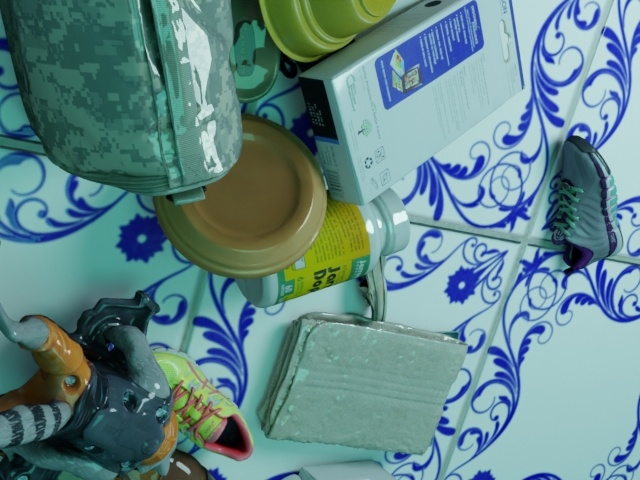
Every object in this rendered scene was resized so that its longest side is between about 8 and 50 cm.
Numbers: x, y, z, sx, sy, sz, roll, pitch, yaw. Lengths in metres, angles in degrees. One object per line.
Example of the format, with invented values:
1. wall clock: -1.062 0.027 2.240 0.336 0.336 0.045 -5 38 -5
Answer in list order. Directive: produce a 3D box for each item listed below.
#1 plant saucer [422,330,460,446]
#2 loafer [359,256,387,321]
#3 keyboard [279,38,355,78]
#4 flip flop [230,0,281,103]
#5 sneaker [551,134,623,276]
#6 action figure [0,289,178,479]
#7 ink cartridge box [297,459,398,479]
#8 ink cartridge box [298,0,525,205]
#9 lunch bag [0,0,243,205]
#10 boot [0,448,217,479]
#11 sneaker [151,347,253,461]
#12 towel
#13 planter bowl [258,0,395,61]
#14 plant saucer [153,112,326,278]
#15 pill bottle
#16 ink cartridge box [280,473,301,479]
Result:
1. plant saucer: 0.155 0.220 1.409 0.067 0.018 0.192 2 109 -31
2. loafer: 0.067 0.050 1.279 0.039 0.045 0.125 -5 106 -11
3. keyboard: -0.014 -0.238 1.123 0.108 0.023 0.180 -39 123 -11
4. flip flop: -0.087 -0.276 1.018 0.112 0.080 0.277 -5 116 -10
5. sneaker: 0.379 -0.044 1.397 0.098 0.083 0.223 -32 123 -10
6. action figure: -0.281 0.212 0.991 0.330 0.179 0.341 26 95 -52
7. ink cartridge box: 0.023 0.422 1.370 0.140 0.082 0.190 5 105 -36
8. ink cartridge box: 0.123 -0.193 1.166 0.333 0.065 0.165 -35 123 -32
9. lunch bag: -0.179 -0.208 0.895 0.213 0.256 0.305 -17 116 -24
10. boot: -0.279 0.328 1.151 0.264 0.096 0.280 -45 124 -7
11. sneaker: -0.153 0.207 1.177 0.208 0.094 0.081 40 88 -34
12. towel: 0.061 0.202 1.321 0.282 0.049 0.187 14 103 -29
13. planter bowl: 0.030 -0.296 1.030 0.217 0.090 0.217 -33 130 -49
14. plant saucer: -0.087 -0.056 1.073 0.200 0.037 0.199 4 71 -13
15. pill bottle: 0.000 0.000 1.168 0.209 0.118 0.117 -17 117 -24
16. ink cartridge box: -0.120 0.483 1.237 0.354 0.207 0.119 -29 122 -18
